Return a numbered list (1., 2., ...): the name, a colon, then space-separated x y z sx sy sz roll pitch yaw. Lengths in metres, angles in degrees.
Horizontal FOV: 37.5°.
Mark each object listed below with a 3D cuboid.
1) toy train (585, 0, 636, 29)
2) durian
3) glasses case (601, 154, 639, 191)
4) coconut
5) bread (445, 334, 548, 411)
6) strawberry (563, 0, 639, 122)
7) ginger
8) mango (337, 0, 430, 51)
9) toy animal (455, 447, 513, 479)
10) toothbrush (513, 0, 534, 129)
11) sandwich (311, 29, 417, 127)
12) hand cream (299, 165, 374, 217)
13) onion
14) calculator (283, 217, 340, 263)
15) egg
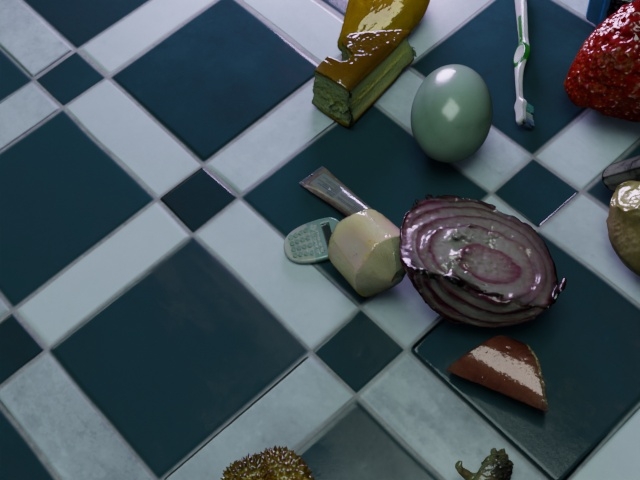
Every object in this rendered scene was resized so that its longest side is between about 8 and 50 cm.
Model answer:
1. toy train: 0.747 -0.559 2.072 0.300 0.188 0.265 20 68 17
2. durian: -0.085 0.427 1.609 0.158 0.137 0.168 -41 51 7
3. glasses case: 0.682 -0.155 1.775 0.114 0.299 0.060 -16 89 -38
4. coconut: 0.103 0.029 1.814 0.147 0.147 0.152 -35 57 -14
5. bread: 0.337 0.226 1.710 0.192 0.067 0.119 20 64 19
6. strawberry: 0.633 -0.357 1.941 0.277 0.257 0.257 -22 51 36
7. ginger: 0.638 0.005 1.766 0.138 0.152 0.267 -31 76 -41
8. mango: 0.149 -0.541 2.176 0.177 0.119 0.316 30 70 16
9. toy animal: 0.247 0.432 1.592 0.220 0.086 0.069 -44 24 -12
10. toothbrush: 0.447 -0.421 2.106 0.040 0.042 0.417 21 55 -26
11. sandwich: 0.094 -0.378 2.085 0.128 0.122 0.235 35 66 21
12. hand cream: 0.046 -0.084 1.958 0.067 0.043 0.210 -38 56 -18
13. onion: 0.291 0.045 1.792 0.315 0.146 0.280 14 39 -1
14. calculator: 0.000 0.000 1.920 0.153 0.021 0.095 -16 58 -1
15. egg: 0.273 -0.266 1.960 0.168 0.168 0.230 6 55 11
